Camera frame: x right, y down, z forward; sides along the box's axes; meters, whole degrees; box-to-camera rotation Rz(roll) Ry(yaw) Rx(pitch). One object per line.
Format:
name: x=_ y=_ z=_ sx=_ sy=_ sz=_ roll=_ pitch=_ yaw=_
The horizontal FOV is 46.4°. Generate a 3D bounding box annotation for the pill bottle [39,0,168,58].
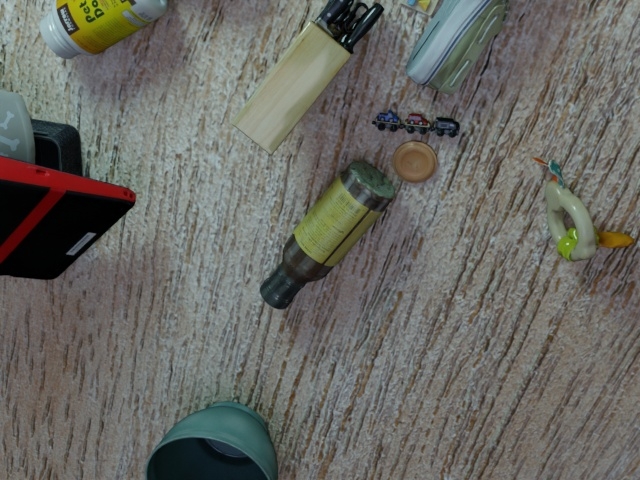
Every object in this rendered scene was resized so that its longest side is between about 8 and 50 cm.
pill bottle: x=-0.381 y=-0.401 z=1.303 sx=0.215 sy=0.117 sz=0.117 roll=-23 pitch=111 yaw=21

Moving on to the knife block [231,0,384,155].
knife block: x=-0.010 y=-0.298 z=1.219 sx=0.088 sy=0.276 sz=0.242 roll=38 pitch=148 yaw=-9

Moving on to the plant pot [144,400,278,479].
plant pot: x=-0.224 y=0.492 z=1.694 sx=0.293 sy=0.196 sz=0.293 roll=5 pitch=117 yaw=9

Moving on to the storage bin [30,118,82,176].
storage bin: x=-0.553 y=-0.141 z=1.495 sx=0.122 sy=0.084 sz=0.180 roll=10 pitch=118 yaw=7

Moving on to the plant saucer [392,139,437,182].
plant saucer: x=0.174 y=-0.144 z=1.383 sx=0.083 sy=0.013 sz=0.083 roll=5 pitch=117 yaw=10

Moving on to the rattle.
rattle: x=0.473 y=-0.071 z=1.332 sx=0.142 sy=0.130 sz=0.200 roll=-16 pitch=87 yaw=7

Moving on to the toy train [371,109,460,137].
toy train: x=0.171 y=-0.211 z=1.341 sx=0.158 sy=0.027 sz=0.036 roll=7 pitch=115 yaw=8

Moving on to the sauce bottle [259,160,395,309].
sauce bottle: x=0.000 y=0.000 z=1.439 sx=0.111 sy=0.111 sz=0.344 roll=37 pitch=117 yaw=-9

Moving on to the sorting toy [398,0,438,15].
sorting toy: x=0.173 y=-0.422 z=1.238 sx=0.062 sy=0.012 sz=0.083 roll=24 pitch=120 yaw=-1

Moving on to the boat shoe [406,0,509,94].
boat shoe: x=0.254 y=-0.371 z=1.211 sx=0.094 sy=0.109 sz=0.302 roll=23 pitch=130 yaw=-18

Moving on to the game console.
game console: x=-0.593 y=-0.033 z=1.435 sx=0.342 sy=0.060 sz=0.386 roll=9 pitch=149 yaw=-42

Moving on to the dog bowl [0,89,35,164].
dog bowl: x=-0.702 y=-0.216 z=1.413 sx=0.348 sy=0.102 sz=0.349 roll=14 pitch=120 yaw=27
